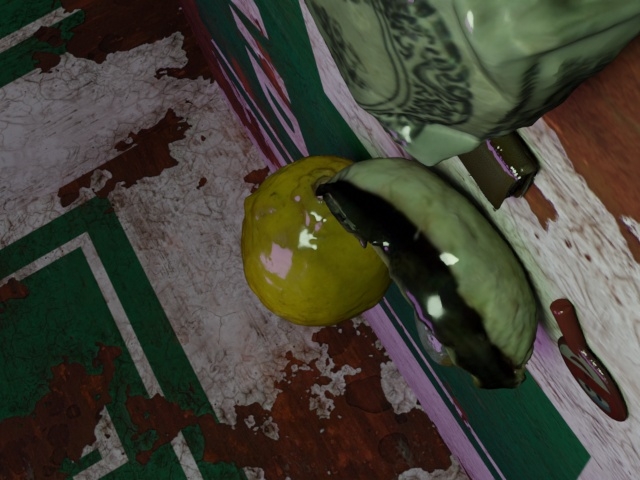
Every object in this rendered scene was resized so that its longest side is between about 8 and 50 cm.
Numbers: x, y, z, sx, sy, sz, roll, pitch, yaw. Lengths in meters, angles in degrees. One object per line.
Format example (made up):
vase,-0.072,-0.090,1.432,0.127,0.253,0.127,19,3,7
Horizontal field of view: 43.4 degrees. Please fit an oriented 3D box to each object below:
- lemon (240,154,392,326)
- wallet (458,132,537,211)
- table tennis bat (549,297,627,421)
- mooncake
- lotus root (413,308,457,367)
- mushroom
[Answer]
lemon,0.000,0.004,1.290,0.285,0.286,0.316,60,-170,-1
wallet,0.117,-0.122,0.707,0.198,0.031,0.110,58,176,14
table tennis bat,0.260,0.118,0.793,0.154,0.019,0.098,59,176,-29
mooncake,0.053,-0.172,0.445,0.250,0.136,0.254,62,175,9
lotus root,0.184,0.121,1.234,0.088,0.088,0.165,80,169,-77
mushroom,0.130,0.014,0.921,0.247,0.130,0.344,44,-174,-33
